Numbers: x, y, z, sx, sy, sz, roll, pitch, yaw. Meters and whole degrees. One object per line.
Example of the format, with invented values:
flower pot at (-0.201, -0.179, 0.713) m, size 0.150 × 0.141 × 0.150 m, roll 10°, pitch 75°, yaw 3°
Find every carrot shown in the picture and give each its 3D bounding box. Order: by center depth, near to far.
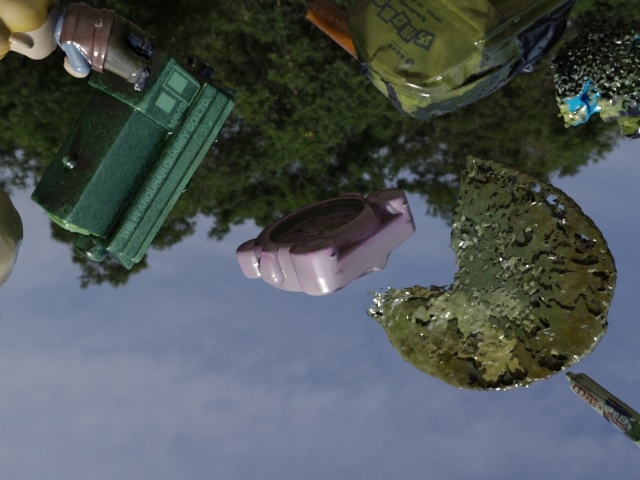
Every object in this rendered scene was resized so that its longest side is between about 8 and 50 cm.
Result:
carrot at (0.052, -0.288, 0.924) m, size 0.161 × 0.055 × 0.055 m, roll 36°, pitch -139°, yaw 8°

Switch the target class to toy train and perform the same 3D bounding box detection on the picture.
toy train at (-0.265, -0.129, 0.904) m, size 0.139 × 0.178 × 0.330 m, roll 30°, pitch -93°, yaw 28°

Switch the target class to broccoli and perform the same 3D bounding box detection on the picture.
broccoli at (0.354, -0.184, 0.781) m, size 0.154 × 0.160 × 0.167 m, roll -44°, pitch -156°, yaw -23°

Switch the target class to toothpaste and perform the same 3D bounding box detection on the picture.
toothpaste at (0.495, 0.285, 1.104) m, size 0.038 × 0.060 × 0.233 m, roll -12°, pitch -156°, yaw -17°

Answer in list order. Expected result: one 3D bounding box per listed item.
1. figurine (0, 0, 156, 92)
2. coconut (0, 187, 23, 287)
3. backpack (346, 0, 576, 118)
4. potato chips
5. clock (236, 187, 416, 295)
figurine at (-0.261, -0.210, 0.635) m, size 0.196 × 0.114 × 0.108 m, roll 16°, pitch 163°, yaw -31°
coconut at (-0.547, 0.007, 0.953) m, size 0.224 × 0.224 × 0.224 m, roll -7°, pitch -153°, yaw 4°
backpack at (0.157, -0.259, 0.769) m, size 0.253 × 0.140 × 0.207 m, roll -37°, pitch -110°, yaw -7°
potato chips at (0.146, 0.042, 0.592) m, size 0.202 × 0.220 × 0.029 m, roll 52°, pitch -153°, yaw 17°
clock at (0.000, 0.000, 1.334) m, size 0.296 × 0.113 × 0.322 m, roll -35°, pitch -157°, yaw -35°
